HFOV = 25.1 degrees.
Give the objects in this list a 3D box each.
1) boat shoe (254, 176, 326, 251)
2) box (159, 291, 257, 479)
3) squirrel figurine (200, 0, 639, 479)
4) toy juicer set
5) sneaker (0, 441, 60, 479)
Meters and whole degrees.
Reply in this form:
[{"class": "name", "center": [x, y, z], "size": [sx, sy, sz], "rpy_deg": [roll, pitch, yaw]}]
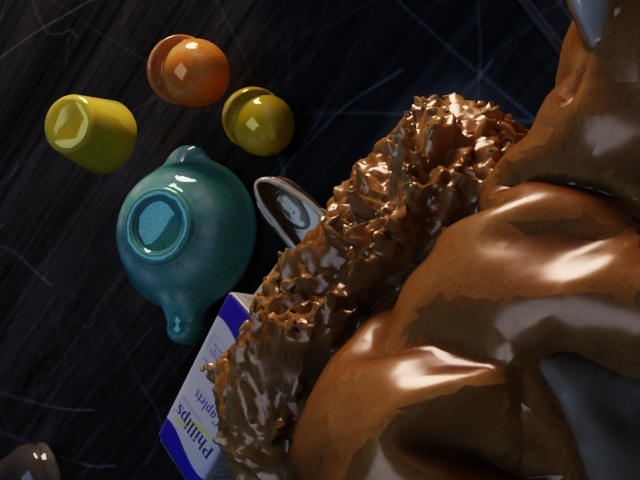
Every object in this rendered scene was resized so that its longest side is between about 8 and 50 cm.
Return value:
[{"class": "boat shoe", "center": [0.000, 0.000, 1.110], "size": [0.049, 0.043, 0.137], "rpy_deg": [-46, 68, 6]}, {"class": "box", "center": [-0.034, 0.118, 1.086], "size": [0.072, 0.126, 0.137], "rpy_deg": [45, 116, 42]}, {"class": "squirrel figurine", "center": [0.117, 0.012, 0.836], "size": [0.397, 0.281, 0.370], "rpy_deg": [16, 88, 47]}, {"class": "toy juicer set", "center": [-0.089, -0.025, 1.227], "size": [0.209, 0.089, 0.329], "rpy_deg": [-34, 69, 16]}, {"class": "sneaker", "center": [-0.375, 0.320, 1.424], "size": [0.330, 0.146, 0.122], "rpy_deg": [-51, 47, 28]}]
